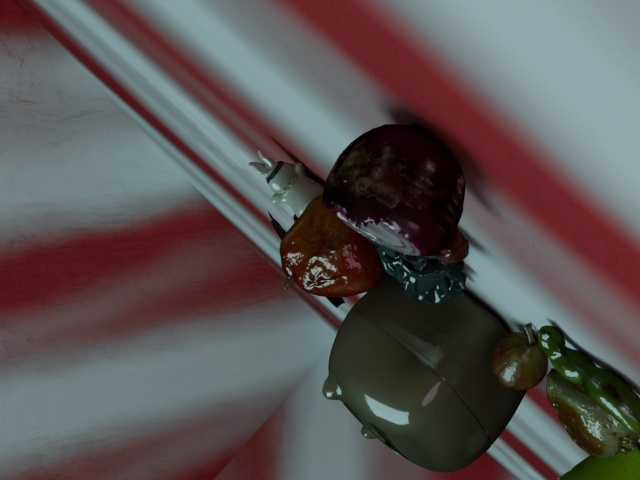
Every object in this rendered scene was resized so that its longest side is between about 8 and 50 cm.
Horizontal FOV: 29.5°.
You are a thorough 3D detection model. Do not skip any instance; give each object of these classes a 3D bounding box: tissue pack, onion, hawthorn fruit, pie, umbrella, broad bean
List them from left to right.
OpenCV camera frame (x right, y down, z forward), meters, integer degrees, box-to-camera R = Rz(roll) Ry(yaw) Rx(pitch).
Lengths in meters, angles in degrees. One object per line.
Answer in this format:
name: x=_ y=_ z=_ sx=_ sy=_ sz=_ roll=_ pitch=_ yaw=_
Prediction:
hawthorn fruit: x=0.025 y=0.007 z=1.891 sx=0.179 sy=0.174 sz=0.173 roll=-2 pitch=166 yaw=5
onion: x=0.108 y=-0.051 z=1.370 sx=0.198 sy=0.135 sz=0.173 roll=28 pitch=180 yaw=-36
umbrella: x=0.146 y=0.034 z=1.754 sx=0.143 sy=0.094 sz=0.349 roll=49 pitch=177 yaw=9
tissue pack: x=0.179 y=0.234 z=2.055 sx=0.267 sy=0.277 sz=0.387 roll=35 pitch=172 yaw=28
pie: x=0.397 y=0.258 z=1.820 sx=0.163 sy=0.079 sz=0.193 roll=46 pitch=175 yaw=3
broad bean: x=0.376 y=0.193 z=1.640 sx=0.213 sy=0.048 sz=0.070 roll=42 pitch=174 yaw=21

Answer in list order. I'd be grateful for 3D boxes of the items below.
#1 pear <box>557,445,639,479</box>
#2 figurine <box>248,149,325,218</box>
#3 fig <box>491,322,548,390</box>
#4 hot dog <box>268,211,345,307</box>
pear: x=0.525 y=0.523 z=1.997 sx=0.318 sy=0.238 sz=0.342 roll=54 pitch=180 yaw=32
figurine: x=-0.053 y=-0.091 z=2.102 sx=0.146 sy=0.081 sz=0.098 roll=39 pitch=173 yaw=17
fig: x=0.304 y=0.170 z=1.814 sx=0.089 sy=0.089 sz=0.125 roll=40 pitch=154 yaw=14
hot dog: x=0.003 y=0.005 z=2.324 sx=0.194 sy=0.107 sz=0.326 roll=59 pitch=174 yaw=-35
